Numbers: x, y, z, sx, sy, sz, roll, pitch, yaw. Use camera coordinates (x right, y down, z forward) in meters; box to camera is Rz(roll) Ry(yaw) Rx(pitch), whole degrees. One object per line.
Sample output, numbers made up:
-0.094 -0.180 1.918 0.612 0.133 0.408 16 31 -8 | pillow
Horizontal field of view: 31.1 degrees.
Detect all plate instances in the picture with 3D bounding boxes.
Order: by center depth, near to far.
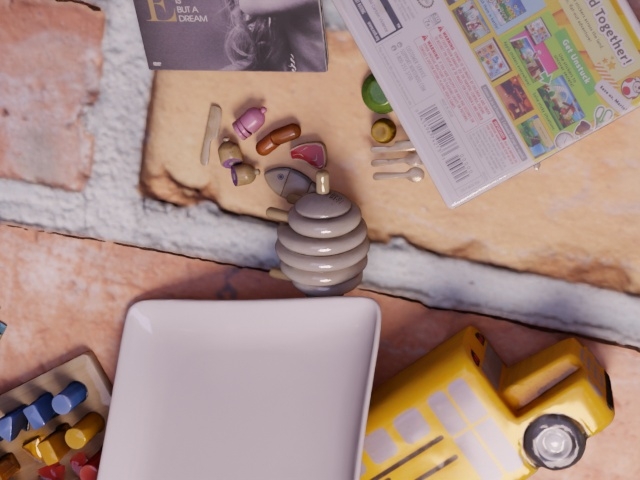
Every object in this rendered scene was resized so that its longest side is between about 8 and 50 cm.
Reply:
-0.073 0.187 0.992 0.277 0.045 0.278 -3 72 33 | plate

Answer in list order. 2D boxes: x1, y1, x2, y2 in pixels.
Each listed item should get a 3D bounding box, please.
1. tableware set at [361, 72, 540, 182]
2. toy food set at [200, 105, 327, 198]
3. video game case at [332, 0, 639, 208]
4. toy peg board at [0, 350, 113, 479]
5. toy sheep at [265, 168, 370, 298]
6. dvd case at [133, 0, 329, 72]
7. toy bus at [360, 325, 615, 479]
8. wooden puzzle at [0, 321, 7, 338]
0.113 -0.105 0.987 0.154 0.024 0.104 -4 97 13 | tableware set
-0.047 -0.079 1.025 0.122 0.019 0.078 15 104 8 | toy food set
0.142 -0.172 0.948 0.206 0.026 0.227 -29 88 12 | video game case
-0.259 0.216 1.098 0.161 0.079 0.160 -27 95 15 | toy peg board
0.000 0.000 0.998 0.091 0.091 0.132 2 121 11 | toy sheep
-0.084 -0.235 0.946 0.165 0.018 0.221 3 131 12 | dvd case
0.089 0.186 1.007 0.333 0.108 0.130 -37 91 16 | toy bus
-0.338 0.092 1.126 0.049 0.006 0.083 31 106 4 | wooden puzzle
